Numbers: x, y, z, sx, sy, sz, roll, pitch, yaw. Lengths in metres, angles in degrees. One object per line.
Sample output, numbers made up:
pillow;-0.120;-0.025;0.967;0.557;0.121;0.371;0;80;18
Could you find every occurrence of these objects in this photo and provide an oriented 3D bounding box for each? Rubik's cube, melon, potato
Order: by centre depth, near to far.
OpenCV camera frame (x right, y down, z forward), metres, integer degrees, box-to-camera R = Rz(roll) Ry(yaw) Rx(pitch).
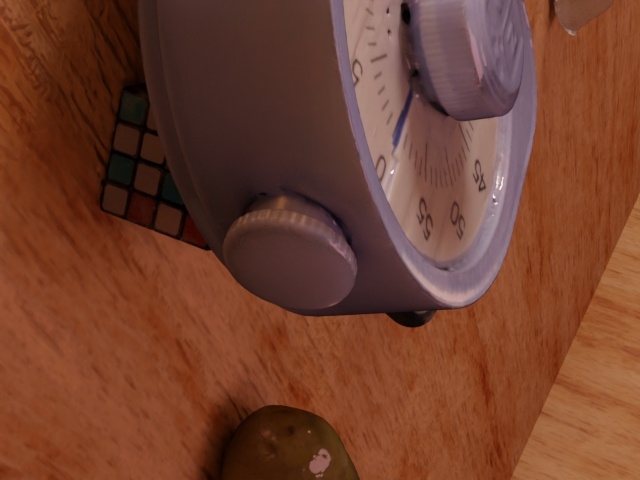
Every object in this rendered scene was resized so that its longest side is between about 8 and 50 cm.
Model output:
Rubik's cube;-0.086;-0.056;0.959;0.092;0.092;0.092;-23;130;-63
potato;-0.026;0.239;1.325;0.157;0.157;0.194;-53;156;-37
melon;0.375;-0.377;1.834;0.202;0.093;0.139;97;16;-45

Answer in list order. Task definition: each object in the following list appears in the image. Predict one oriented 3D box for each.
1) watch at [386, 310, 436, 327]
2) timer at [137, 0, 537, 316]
watch;0.116;-0.007;1.569;0.206;0.068;0.193;-59;154;-35
timer;0.036;-0.119;0.889;0.395;0.173;0.395;-3;90;-66
